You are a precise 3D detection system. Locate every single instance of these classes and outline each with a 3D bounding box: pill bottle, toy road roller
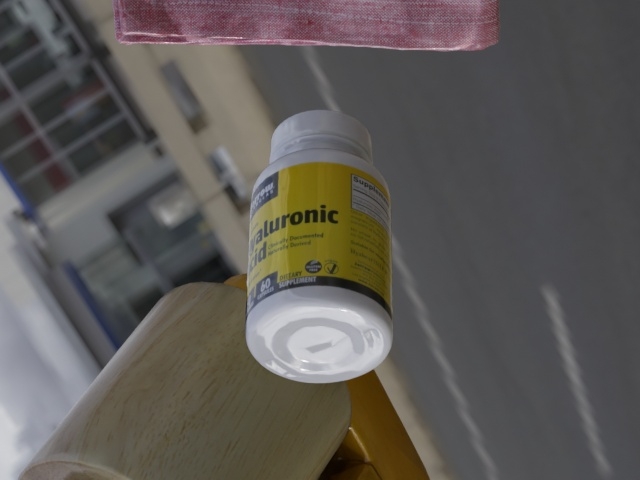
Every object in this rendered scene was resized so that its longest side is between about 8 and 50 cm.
[{"bbox_3d":[0.000,0.000,0.854,0.065,0.065,0.116,61,-157,-47],"label":"pill bottle"},{"bbox_3d":[-0.076,0.188,0.996,0.241,0.202,0.329,0,127,36],"label":"toy road roller"}]

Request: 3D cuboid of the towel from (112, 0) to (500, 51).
[{"bbox_3d":[-0.012,-0.256,1.085,0.037,0.237,0.329,-85,-5,-56],"label":"towel"}]
